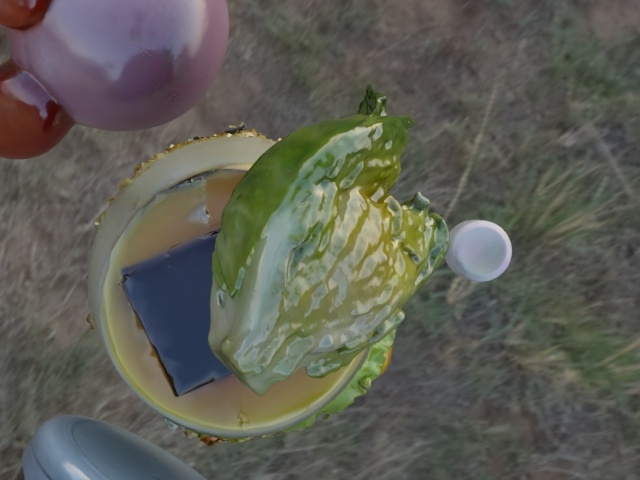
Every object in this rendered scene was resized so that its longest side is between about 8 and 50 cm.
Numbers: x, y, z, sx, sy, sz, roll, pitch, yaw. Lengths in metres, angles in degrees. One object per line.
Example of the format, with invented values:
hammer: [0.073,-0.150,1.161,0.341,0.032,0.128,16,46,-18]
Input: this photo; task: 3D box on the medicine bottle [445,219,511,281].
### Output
medicine bottle: [0.133,0.008,1.333,0.052,0.089,0.052,0,91,-2]

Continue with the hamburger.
hamburger: [-0.076,0.046,1.423,0.276,0.179,0.294,-27,99,-2]

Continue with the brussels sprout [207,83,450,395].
brussels sprout: [-0.003,0.000,0.848,0.100,0.139,0.181,33,64,32]

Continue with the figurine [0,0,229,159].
figurine: [-0.209,-0.209,1.556,0.211,0.270,0.261,30,42,35]

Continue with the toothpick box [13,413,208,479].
toothpick box: [-0.233,0.373,1.439,0.263,0.263,0.355,32,96,-7]
